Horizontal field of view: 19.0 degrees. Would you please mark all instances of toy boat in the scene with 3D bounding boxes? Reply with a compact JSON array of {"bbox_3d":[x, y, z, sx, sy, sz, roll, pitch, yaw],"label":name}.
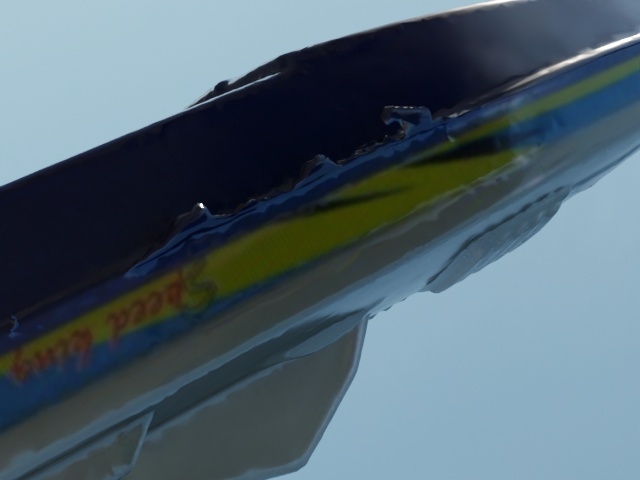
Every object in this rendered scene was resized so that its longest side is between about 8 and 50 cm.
[{"bbox_3d":[0.000,0.000,0.460,0.088,0.295,0.129,64,-28,0],"label":"toy boat"}]
